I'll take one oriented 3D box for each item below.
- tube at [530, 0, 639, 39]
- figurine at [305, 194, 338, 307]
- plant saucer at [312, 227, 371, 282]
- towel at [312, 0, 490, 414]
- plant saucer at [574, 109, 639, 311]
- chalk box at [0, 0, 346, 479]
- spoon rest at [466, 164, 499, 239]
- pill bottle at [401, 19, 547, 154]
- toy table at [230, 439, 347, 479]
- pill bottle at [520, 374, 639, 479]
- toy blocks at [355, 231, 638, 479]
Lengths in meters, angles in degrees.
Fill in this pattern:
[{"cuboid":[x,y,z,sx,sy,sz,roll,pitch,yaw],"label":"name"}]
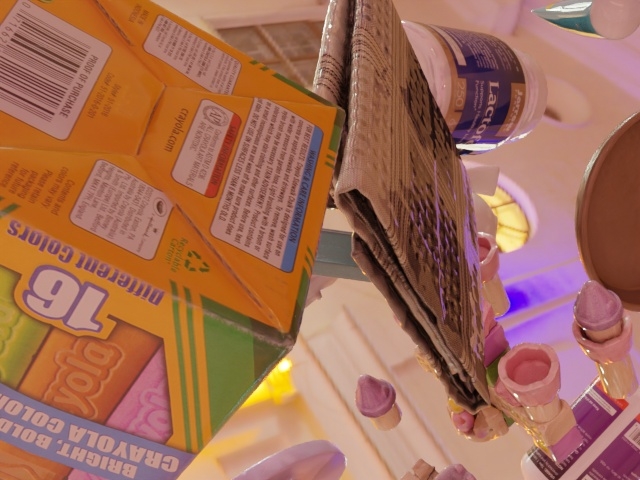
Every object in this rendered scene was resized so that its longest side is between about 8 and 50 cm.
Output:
[{"cuboid":[0.287,-0.240,1.018,0.207,0.080,0.052,-96,-150,-79],"label":"tube"},{"cuboid":[0.000,0.000,1.778,0.209,0.092,0.215,-27,-102,23],"label":"figurine"},{"cuboid":[0.010,0.011,1.010,0.067,0.192,0.018,-81,179,-48],"label":"plant saucer"},{"cuboid":[0.075,-0.050,0.844,0.324,0.056,0.312,-86,153,-44],"label":"towel"},{"cuboid":[0.431,-0.044,1.231,0.041,0.278,0.278,24,-58,58],"label":"plant saucer"},{"cuboid":[-0.141,0.035,0.494,0.289,0.179,0.180,-51,-162,39],"label":"chalk box"},{"cuboid":[0.222,-0.035,1.418,0.084,0.276,0.137,9,-60,8],"label":"spoon rest"},{"cuboid":[0.156,-0.178,1.134,0.153,0.264,0.153,6,-81,41],"label":"pill bottle"},{"cuboid":[-0.030,0.383,1.219,0.161,0.274,0.252,44,-42,30],"label":"toy table"},{"cuboid":[0.504,0.405,1.764,0.323,0.181,0.181,-49,-128,6],"label":"pill bottle"},{"cuboid":[0.163,0.123,1.093,0.288,0.309,0.260,34,-20,47],"label":"toy blocks"}]
